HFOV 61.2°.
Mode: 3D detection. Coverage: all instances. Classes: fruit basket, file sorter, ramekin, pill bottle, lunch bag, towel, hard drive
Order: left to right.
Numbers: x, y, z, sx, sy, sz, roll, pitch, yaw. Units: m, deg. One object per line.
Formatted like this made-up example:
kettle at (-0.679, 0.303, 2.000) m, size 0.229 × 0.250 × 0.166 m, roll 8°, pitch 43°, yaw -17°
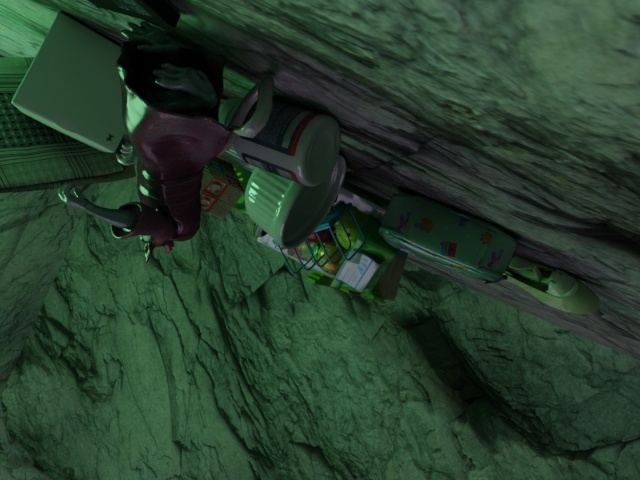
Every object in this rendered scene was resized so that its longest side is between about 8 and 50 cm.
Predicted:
towel at (-0.590, -0.259, 1.169) m, size 0.324 × 0.313 × 0.056 m, roll -16°, pitch 167°, yaw -45°
hard drive at (-0.239, -0.288, 0.617) m, size 0.135 × 0.022 × 0.094 m, roll 23°, pitch 178°, yaw 24°
pill bottle at (-0.069, -0.159, 0.825) m, size 0.180 × 0.108 × 0.108 m, roll 23°, pitch 178°, yaw 26°
ramekin at (-0.052, -0.097, 1.034) m, size 0.109 × 0.207 × 0.207 m, roll 33°, pitch -179°, yaw 17°
file sorter at (0.000, 0.000, 1.270) m, size 0.170 × 0.105 × 0.118 m, roll -16°, pitch -163°, yaw 36°
fruit basket at (0.021, -0.010, 1.409) m, size 0.352 × 0.166 × 0.327 m, roll 23°, pitch 137°, yaw -4°
lunch bag at (0.266, 0.002, 1.139) m, size 0.279 × 0.108 × 0.224 m, roll 24°, pitch 178°, yaw 11°

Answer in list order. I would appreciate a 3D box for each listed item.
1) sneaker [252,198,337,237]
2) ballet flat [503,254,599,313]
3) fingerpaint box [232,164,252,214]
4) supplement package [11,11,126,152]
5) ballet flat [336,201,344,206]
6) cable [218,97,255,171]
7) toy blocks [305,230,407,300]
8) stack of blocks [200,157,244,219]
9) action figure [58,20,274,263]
sneaker at (-0.055, -0.083, 1.264) m, size 0.153 × 0.099 × 0.282 m, roll 19°, pitch 138°, yaw -13°
ballet flat at (0.502, 0.089, 1.224) m, size 0.248 × 0.086 × 0.086 m, roll 24°, pitch 178°, yaw 33°
fingerpaint box at (-0.094, -0.100, 1.950) m, size 0.370 × 0.163 × 0.444 m, roll 24°, pitch 179°, yaw 26°
supplement package at (-0.453, -0.285, 1.037) m, size 0.177 × 0.176 × 0.293 m, roll 27°, pitch 177°, yaw -27°
ballet flat at (0.037, -0.104, 1.486) m, size 0.230 × 0.077 × 0.077 m, roll 24°, pitch -176°, yaw -27°
cable at (-0.186, -0.213, 1.089) m, size 0.257 × 0.089 × 0.257 m, roll 24°, pitch 179°, yaw 16°
toy blocks at (0.138, 0.032, 1.687) m, size 0.381 × 0.261 × 0.190 m, roll 17°, pitch -179°, yaw -37°
stack of blocks at (-0.300, -0.193, 1.235) m, size 0.171 × 0.087 × 0.297 m, roll 25°, pitch -156°, yaw -40°
action figure at (-0.214, -0.115, 0.812) m, size 0.275 × 0.371 × 0.248 m, roll 9°, pitch -140°, yaw -4°
